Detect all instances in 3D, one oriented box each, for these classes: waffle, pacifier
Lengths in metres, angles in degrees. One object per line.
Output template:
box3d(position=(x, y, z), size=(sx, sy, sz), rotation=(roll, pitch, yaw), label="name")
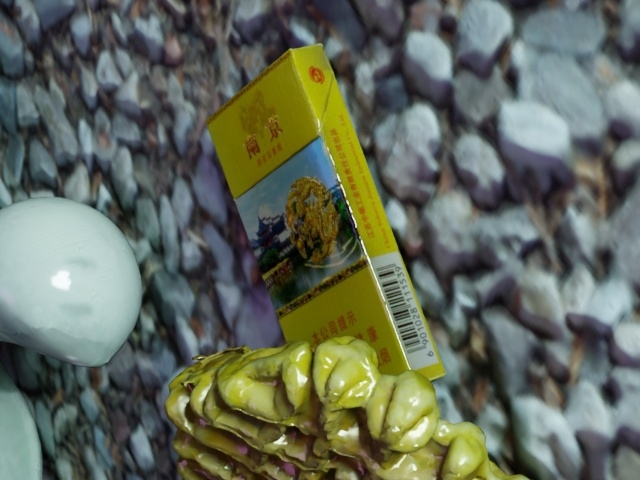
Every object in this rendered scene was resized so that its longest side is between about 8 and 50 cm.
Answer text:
box3d(position=(0.009, 0.102, 0.786), size=(0.194, 0.051, 0.149), rotation=(-16, 120, 50), label="waffle")
box3d(position=(-0.221, 0.048, 0.982), size=(0.269, 0.288, 0.343), rotation=(-20, 89, 30), label="pacifier")

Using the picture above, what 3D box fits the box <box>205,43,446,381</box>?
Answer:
box3d(position=(0.000, 0.000, 0.807), size=(0.087, 0.023, 0.155), rotation=(-35, 73, 58), label="box")
